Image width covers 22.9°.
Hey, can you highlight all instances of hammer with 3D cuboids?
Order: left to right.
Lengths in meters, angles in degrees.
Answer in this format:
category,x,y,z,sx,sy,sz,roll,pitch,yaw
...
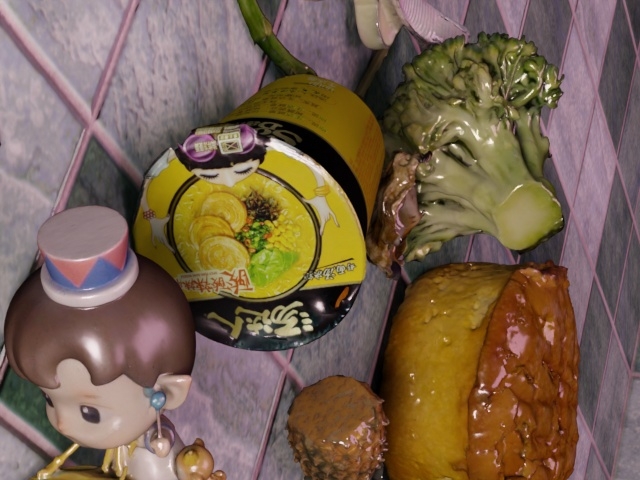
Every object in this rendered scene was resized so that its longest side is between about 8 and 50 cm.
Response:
category,x,y,z,sx,sy,sz,roll,pitch,yaw
hammer,0.075,-0.236,1.873,0.195,0.028,0.060,-63,142,-40

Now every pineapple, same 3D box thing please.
category,x,y,z,sx,sy,sz,roll,pitch,yaw
pineapple,0.030,0.255,1.770,0.251,0.125,0.125,80,26,-47

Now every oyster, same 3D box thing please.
category,x,y,z,sx,sy,sz,roll,pitch,yaw
oyster,0.071,-0.015,1.662,0.345,0.078,0.129,85,13,-81

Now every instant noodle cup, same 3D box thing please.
category,x,y,z,sx,sy,sz,roll,pitch,yaw
instant noodle cup,-0.038,-0.044,1.444,0.236,0.215,0.215,-63,150,-60

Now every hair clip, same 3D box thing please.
category,x,y,z,sx,sy,sz,roll,pitch,yaw
hair clip,0.096,-0.283,1.838,0.218,0.071,0.159,35,54,-51

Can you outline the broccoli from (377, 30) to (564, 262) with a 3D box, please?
category,x,y,z,sx,sy,sz,roll,pitch,yaw
broccoli,0.169,-0.085,1.822,0.245,0.248,0.288,-123,-162,-49

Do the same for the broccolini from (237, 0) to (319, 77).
category,x,y,z,sx,sy,sz,roll,pitch,yaw
broccolini,-0.037,-0.187,1.603,0.239,0.051,0.054,52,53,-49

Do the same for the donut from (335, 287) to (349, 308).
category,x,y,z,sx,sy,sz,roll,pitch,yaw
donut,0.000,0.000,1.697,0.152,0.058,0.152,5,90,-70

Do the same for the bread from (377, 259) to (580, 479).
category,x,y,z,sx,sy,sz,roll,pitch,yaw
bread,0.222,0.199,2.079,0.398,0.215,0.398,5,90,-66

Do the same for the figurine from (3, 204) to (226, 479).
category,x,y,z,sx,sy,sz,roll,pitch,yaw
figurine,-0.169,0.106,1.204,0.158,0.161,0.275,-18,108,-44
